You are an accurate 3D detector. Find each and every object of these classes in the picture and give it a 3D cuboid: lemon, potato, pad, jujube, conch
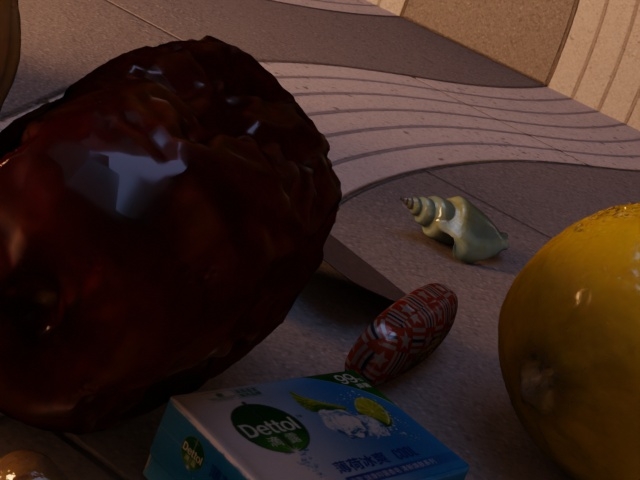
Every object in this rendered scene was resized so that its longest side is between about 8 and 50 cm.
[{"bbox_3d":[0.297,0.097,1.095,0.293,0.293,0.293,18,21,-7],"label":"lemon"},{"bbox_3d":[-0.186,0.163,0.797,0.093,0.036,0.037,33,20,26],"label":"potato"},{"bbox_3d":[0.000,0.000,1.345,0.266,0.002,0.176,39,8,39],"label":"pad"},{"bbox_3d":[-0.136,-0.011,0.939,0.277,0.276,0.377,25,20,12],"label":"jujube"},{"bbox_3d":[0.173,-0.019,1.546,0.180,0.065,0.088,20,17,-26],"label":"conch"}]

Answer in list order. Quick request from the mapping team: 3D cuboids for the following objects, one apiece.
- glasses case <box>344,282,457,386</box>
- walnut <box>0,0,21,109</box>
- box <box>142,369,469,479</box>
[{"bbox_3d":[0.088,0.090,1.185,0.049,0.073,0.194,36,24,15],"label":"glasses case"},{"bbox_3d":[-0.421,-0.163,0.937,0.384,0.383,0.383,18,21,-7],"label":"walnut"},{"bbox_3d":[-0.008,0.168,0.900,0.194,0.073,0.139,-3,31,-46],"label":"box"}]
